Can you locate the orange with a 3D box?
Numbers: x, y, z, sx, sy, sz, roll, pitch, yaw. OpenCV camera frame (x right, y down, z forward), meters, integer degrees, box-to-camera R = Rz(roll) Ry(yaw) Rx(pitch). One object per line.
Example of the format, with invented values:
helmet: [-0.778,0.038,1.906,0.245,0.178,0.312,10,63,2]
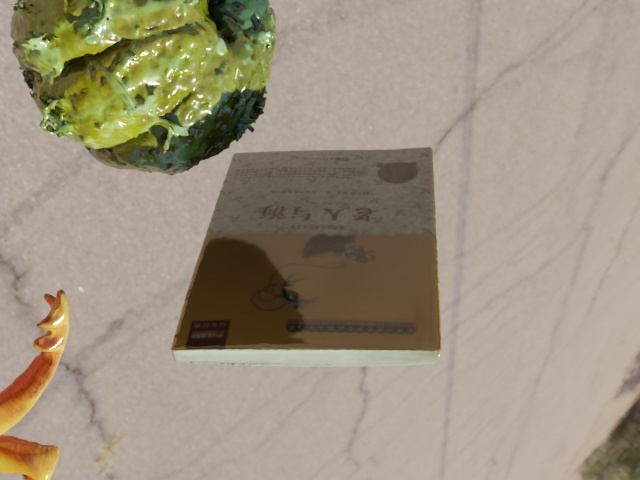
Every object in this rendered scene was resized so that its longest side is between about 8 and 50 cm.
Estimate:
orange: [-0.172,-0.223,0.906,0.301,0.223,0.300,34,58,-49]

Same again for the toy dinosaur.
toy dinosaur: [-0.191,0.118,0.414,0.070,0.117,0.288,-84,-165,-51]

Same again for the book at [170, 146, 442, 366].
book: [0.000,0.000,0.995,0.389,0.269,0.032,-84,171,-54]
